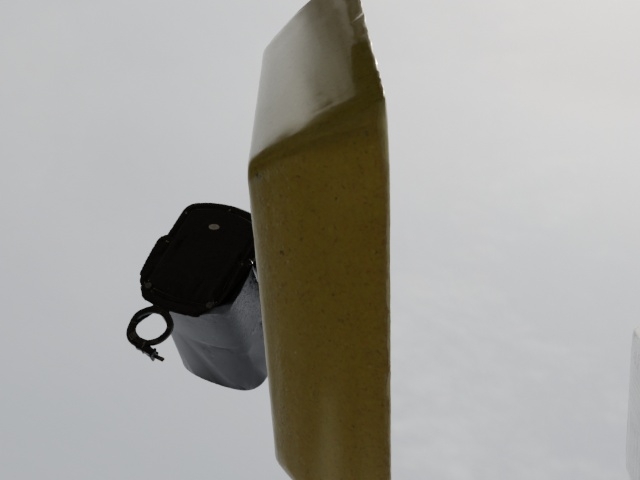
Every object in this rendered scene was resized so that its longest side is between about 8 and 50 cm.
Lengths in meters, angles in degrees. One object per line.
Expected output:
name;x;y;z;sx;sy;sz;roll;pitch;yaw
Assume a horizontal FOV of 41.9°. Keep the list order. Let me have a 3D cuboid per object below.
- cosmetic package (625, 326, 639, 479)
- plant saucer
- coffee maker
cosmetic package;0.378;0.167;0.749;0.184;0.151;0.151;2;-86;15
plant saucer;0.000;0.000;0.628;0.081;0.332;0.332;-2;-150;0
coffee maker;-0.114;0.076;0.849;0.171;0.178;0.120;-40;-122;-20
